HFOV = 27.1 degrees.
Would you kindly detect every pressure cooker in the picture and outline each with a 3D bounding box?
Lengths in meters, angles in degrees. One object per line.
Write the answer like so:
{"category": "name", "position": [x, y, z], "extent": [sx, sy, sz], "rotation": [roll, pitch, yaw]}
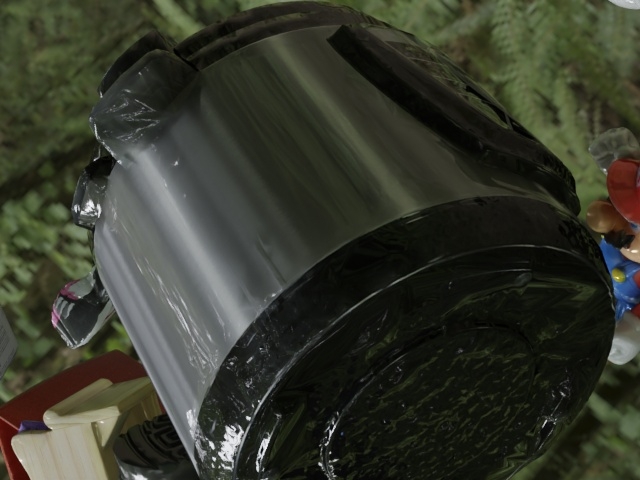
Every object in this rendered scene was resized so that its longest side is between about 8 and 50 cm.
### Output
{"category": "pressure cooker", "position": [-0.005, 0.003, 1.132], "extent": [0.420, 0.375, 0.370], "rotation": [-125, 29, -42]}

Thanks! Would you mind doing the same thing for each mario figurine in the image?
{"category": "mario figurine", "position": [0.331, 0.007, 1.490], "extent": [0.198, 0.170, 0.320], "rotation": [45, 153, 23]}

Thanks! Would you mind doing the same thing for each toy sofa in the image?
{"category": "toy sofa", "position": [-0.260, 0.372, 1.786], "extent": [0.150, 0.177, 0.362], "rotation": [-29, -76, -66]}

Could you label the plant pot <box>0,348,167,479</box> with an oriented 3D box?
{"category": "plant pot", "position": [-0.335, 0.340, 2.157], "extent": [0.267, 0.236, 0.267], "rotation": [28, 143, 24]}

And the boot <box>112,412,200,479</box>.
{"category": "boot", "position": [-0.033, 0.274, 1.336], "extent": [0.131, 0.348, 0.260], "rotation": [-141, 39, -64]}

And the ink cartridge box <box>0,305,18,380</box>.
{"category": "ink cartridge box", "position": [-0.465, 0.149, 1.416], "extent": [0.151, 0.270, 0.395], "rotation": [20, 154, 10]}

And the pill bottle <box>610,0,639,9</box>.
{"category": "pill bottle", "position": [0.410, -0.405, 1.770], "extent": [0.146, 0.146, 0.264], "rotation": [52, -168, -38]}

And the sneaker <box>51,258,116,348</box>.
{"category": "sneaker", "position": [-0.244, 0.061, 1.568], "extent": [0.077, 0.178, 0.072], "rotation": [0, -130, -51]}
